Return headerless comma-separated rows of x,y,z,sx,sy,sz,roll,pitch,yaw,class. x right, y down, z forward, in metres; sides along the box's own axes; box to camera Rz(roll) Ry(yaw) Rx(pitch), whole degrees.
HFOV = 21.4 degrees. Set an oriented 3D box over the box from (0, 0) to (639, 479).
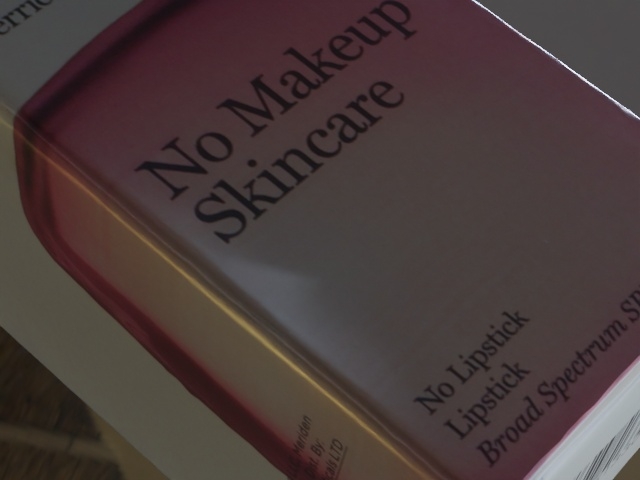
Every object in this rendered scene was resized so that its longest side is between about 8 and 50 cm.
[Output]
0.000,0.000,0.551,0.232,0.127,0.148,39,-122,18,box
